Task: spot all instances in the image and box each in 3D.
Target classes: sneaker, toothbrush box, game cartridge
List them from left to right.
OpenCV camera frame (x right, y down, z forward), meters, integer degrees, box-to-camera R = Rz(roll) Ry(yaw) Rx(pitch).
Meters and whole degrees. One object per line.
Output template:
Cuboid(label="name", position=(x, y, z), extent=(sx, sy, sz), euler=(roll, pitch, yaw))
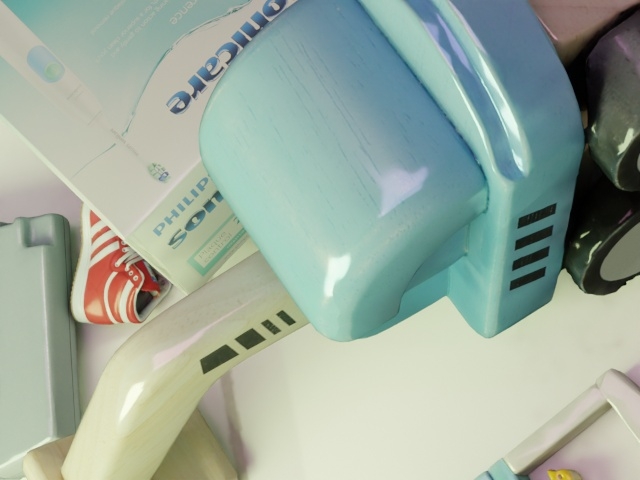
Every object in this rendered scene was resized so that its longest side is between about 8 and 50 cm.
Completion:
Cuboid(label="game cartridge", position=(-0.312, 0.101, 1.289), extent=(0.297, 0.062, 0.198), euler=(-11, 80, 24))
Cuboid(label="sneaker", position=(-0.138, 0.003, 1.228), extent=(0.067, 0.042, 0.118), euler=(5, 87, 29))
Cuboid(label="toothbrush box", position=(-0.127, -0.142, 1.184), extent=(0.216, 0.126, 0.295), euler=(-47, 63, -3))

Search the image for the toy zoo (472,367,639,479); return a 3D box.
Cuboid(label="toy zoo", position=(0.161, 0.215, 1.046), extent=(0.293, 0.030, 0.192), euler=(-41, 66, 14))

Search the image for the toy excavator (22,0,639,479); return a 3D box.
Cuboid(label="toy excavator", position=(0.000, 0.000, 1.040), extent=(0.445, 0.433, 0.222), euler=(-28, 66, -12))
